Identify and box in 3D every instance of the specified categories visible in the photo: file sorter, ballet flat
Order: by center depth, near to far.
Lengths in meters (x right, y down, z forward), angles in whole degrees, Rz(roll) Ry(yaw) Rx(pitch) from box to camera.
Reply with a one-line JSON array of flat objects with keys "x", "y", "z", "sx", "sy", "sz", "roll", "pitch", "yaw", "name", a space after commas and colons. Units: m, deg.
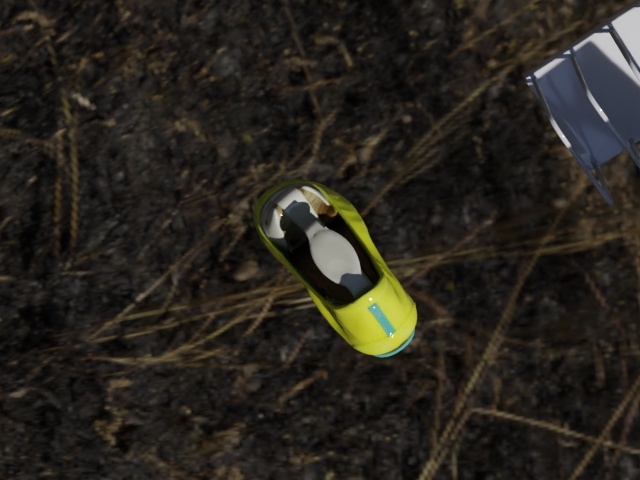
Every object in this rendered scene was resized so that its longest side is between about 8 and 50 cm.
[{"x": 0.000, "y": 0.000, "z": 0.903, "sx": 0.077, "sy": 0.231, "sz": 0.077, "roll": -39, "pitch": 134, "yaw": 0, "name": "ballet flat"}, {"x": 0.465, "y": -0.208, "z": 1.625, "sx": 0.193, "sy": 0.277, "sz": 0.173, "roll": 48, "pitch": 21, "yaw": -24, "name": "file sorter"}]
